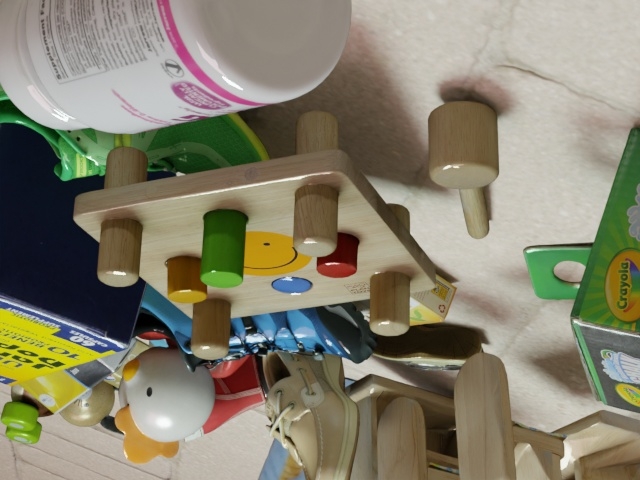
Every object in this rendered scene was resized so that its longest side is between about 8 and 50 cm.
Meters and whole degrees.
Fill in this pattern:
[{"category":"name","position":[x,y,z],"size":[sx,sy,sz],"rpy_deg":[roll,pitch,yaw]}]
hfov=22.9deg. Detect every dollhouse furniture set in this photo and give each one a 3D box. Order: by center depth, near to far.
[{"category":"dollhouse furniture set","position":[0.208,0.238,1.751],"size":[0.362,0.256,0.394],"rpy_deg":[19,145,-31]}]

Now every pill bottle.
[{"category":"pill bottle","position":[-0.124,-0.167,1.205],"size":[0.160,0.160,0.283],"rpy_deg":[37,154,-32]}]

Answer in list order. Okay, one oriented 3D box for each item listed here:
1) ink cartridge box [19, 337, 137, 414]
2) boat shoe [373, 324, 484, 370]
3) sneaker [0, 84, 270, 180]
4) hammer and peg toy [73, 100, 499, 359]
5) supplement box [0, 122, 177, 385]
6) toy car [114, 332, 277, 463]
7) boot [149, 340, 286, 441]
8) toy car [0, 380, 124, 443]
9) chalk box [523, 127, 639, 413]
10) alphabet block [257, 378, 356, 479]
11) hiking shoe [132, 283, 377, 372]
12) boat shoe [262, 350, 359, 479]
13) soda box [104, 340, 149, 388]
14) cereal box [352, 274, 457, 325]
[{"category":"ink cartridge box","position":[-0.413,0.089,2.073],"size":[0.307,0.072,0.303],"rpy_deg":[38,154,-8]},{"category":"boat shoe","position":[0.113,0.123,1.771],"size":[0.152,0.056,0.049],"rpy_deg":[8,148,30]},{"category":"sneaker","position":[-0.190,-0.098,1.465],"size":[0.295,0.123,0.109],"rpy_deg":[20,157,3]},{"category":"hammer and peg toy","position":[0.000,0.000,1.390],"size":[0.361,0.127,0.266],"rpy_deg":[-9,153,19]},{"category":"supplement box","position":[-0.328,0.018,1.661],"size":[0.194,0.195,0.356],"rpy_deg":[23,159,-24]},{"category":"toy car","position":[-0.184,0.142,1.845],"size":[0.219,0.238,0.210],"rpy_deg":[-4,146,46]},{"category":"boot","position":[-0.123,0.164,2.043],"size":[0.244,0.176,0.088],"rpy_deg":[-132,23,-63]},{"category":"toy car","position":[-0.355,0.224,2.314],"size":[0.188,0.155,0.149],"rpy_deg":[12,157,-1]},{"category":"chalk box","position":[0.308,0.038,1.250],"size":[0.289,0.179,0.180],"rpy_deg":[13,157,23]},{"category":"alphabet block","position":[0.052,0.309,2.070],"size":[0.193,0.192,0.197],"rpy_deg":[14,157,23]},{"category":"hiking shoe","position":[-0.087,0.091,1.664],"size":[0.304,0.132,0.113],"rpy_deg":[17,160,23]},{"category":"boat shoe","position":[-0.018,0.206,1.813],"size":[0.098,0.302,0.109],"rpy_deg":[9,116,-10]},{"category":"soda box","position":[-0.274,0.174,2.227],"size":[0.181,0.061,0.058],"rpy_deg":[31,156,-22]},{"category":"cereal box","position":[0.000,0.017,1.644],"size":[0.240,0.047,0.173],"rpy_deg":[35,156,-26]}]
